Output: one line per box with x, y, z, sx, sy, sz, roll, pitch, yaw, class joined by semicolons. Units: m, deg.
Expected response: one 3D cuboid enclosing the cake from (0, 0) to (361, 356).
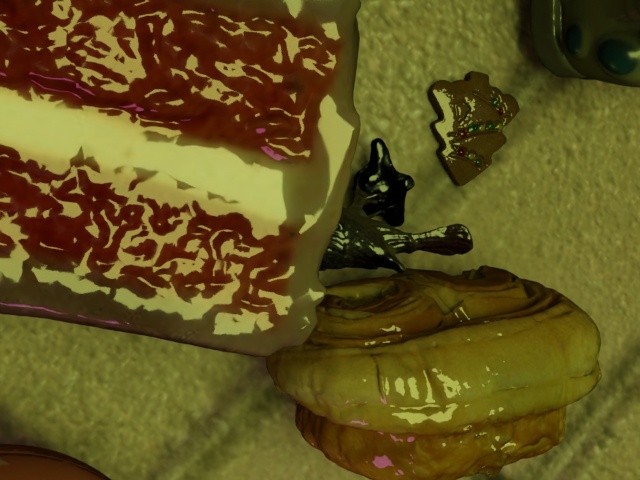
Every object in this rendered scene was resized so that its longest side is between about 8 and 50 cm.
-0.141;-0.077;0.715;0.309;0.230;0.237;10;102;-18;cake

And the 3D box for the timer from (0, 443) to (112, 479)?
-0.202;0.242;0.754;0.230;0.215;0.229;0;89;-22;timer

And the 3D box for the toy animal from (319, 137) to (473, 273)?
0.002;-0.008;0.891;0.202;0.105;0.070;-11;142;-16;toy animal

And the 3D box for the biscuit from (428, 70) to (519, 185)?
0.118;-0.089;0.964;0.082;0.016;0.092;12;89;-25;biscuit

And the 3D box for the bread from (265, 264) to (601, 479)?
0.081;0.089;0.866;0.236;0.198;0.120;-9;106;-25;bread

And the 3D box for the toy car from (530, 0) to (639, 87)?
0.347;-0.238;0.933;0.336;0.226;0.242;-4;97;-22;toy car
